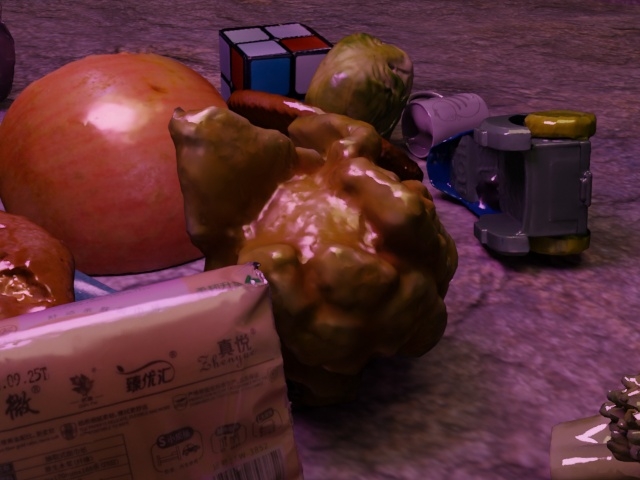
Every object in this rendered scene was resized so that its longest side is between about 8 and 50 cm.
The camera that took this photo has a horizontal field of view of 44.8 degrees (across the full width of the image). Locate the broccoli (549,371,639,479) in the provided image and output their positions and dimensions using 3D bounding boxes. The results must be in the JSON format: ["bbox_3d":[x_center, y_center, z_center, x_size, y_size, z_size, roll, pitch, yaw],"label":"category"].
[{"bbox_3d":[0.348,0.170,0.614,0.318,0.277,0.338,-21,24,0],"label":"broccoli"}]

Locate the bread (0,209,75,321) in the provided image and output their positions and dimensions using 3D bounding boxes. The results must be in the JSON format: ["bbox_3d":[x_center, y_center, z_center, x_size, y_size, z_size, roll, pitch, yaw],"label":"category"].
[{"bbox_3d":[-0.331,0.093,0.763,0.179,0.194,0.340,-3,32,-21],"label":"bread"}]

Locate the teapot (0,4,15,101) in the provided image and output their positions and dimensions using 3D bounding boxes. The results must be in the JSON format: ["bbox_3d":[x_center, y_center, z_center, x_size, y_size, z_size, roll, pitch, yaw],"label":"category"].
[{"bbox_3d":[-0.778,-0.337,1.406,0.362,0.305,0.376,-16,5,-43],"label":"teapot"}]

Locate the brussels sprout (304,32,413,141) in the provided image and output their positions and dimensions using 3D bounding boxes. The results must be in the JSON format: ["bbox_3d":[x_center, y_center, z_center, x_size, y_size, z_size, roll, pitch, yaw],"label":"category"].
[{"bbox_3d":[0.058,-0.249,1.330,0.161,0.223,0.223,18,34,29],"label":"brussels sprout"}]

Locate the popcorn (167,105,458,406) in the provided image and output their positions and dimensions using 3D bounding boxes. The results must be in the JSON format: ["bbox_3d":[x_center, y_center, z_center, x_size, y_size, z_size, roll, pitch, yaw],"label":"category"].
[{"bbox_3d":[0.004,-0.006,0.823,0.290,0.321,0.325,7,49,8],"label":"popcorn"}]

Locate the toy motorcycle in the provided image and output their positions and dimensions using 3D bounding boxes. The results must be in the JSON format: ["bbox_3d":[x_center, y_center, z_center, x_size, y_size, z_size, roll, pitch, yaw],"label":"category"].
[{"bbox_3d":[0.273,-0.105,1.166,0.200,0.191,0.326,-4,16,-4],"label":"toy motorcycle"}]

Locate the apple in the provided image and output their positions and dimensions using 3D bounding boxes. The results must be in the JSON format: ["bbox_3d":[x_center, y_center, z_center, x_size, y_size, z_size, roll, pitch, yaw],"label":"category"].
[{"bbox_3d":[-0.283,-0.097,1.096,0.309,0.313,0.252,-15,-7,-34],"label":"apple"}]

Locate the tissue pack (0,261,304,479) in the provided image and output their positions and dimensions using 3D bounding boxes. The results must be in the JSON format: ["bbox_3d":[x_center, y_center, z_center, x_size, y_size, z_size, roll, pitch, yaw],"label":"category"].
[{"bbox_3d":[-0.150,0.147,0.619,0.257,0.214,0.123,-14,9,-21],"label":"tissue pack"}]

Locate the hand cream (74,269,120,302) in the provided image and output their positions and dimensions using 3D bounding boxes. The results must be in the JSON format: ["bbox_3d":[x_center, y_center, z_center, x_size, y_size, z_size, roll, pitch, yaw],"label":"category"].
[{"bbox_3d":[-0.274,0.076,0.941,0.224,0.048,0.083,25,37,23],"label":"hand cream"}]

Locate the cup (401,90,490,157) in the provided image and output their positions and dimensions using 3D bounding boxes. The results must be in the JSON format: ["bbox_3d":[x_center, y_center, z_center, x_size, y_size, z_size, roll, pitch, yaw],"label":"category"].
[{"bbox_3d":[0.218,-0.224,1.391,0.133,0.099,0.135,-14,78,-25],"label":"cup"}]

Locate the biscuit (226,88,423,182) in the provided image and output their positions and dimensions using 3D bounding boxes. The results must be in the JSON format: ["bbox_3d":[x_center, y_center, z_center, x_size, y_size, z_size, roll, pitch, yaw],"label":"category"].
[{"bbox_3d":[0.005,-0.143,1.159,0.318,0.040,0.318,23,-4,2],"label":"biscuit"}]

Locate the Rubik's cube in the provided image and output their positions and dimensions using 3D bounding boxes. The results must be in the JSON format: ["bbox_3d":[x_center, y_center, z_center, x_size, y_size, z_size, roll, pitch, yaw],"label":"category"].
[{"bbox_3d":[-0.082,-0.300,1.459,0.184,0.167,0.180,-10,33,-17],"label":"Rubik's cube"}]
